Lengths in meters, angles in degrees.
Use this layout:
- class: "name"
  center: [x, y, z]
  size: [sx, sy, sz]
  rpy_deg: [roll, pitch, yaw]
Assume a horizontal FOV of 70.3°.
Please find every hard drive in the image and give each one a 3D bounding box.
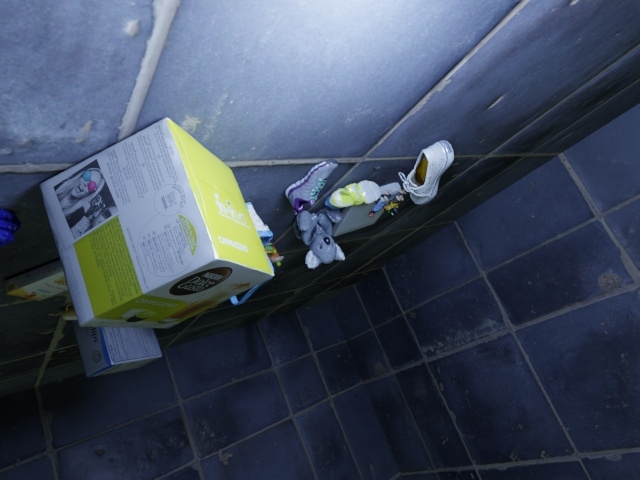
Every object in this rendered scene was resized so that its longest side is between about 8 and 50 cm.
- class: "hard drive"
  center: [0.192, -0.131, 2.021]
  size: [0.233, 0.047, 0.353]
  rpy_deg: [-18, 163, -18]

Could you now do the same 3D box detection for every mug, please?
- class: "mug"
  center: [-0.951, 0.271, 1.740]
  size: [0.064, 0.078, 0.062]
  rpy_deg: [-5, -170, -27]

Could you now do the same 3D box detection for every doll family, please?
- class: "doll family"
  center: [0.267, -0.149, 1.854]
  size: [0.193, 0.076, 0.111]
  rpy_deg: [-2, 151, -34]

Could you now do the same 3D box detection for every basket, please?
- class: "basket"
  center: [-0.271, 0.042, 1.475]
  size: [0.201, 0.288, 0.255]
  rpy_deg: [-14, 160, -46]

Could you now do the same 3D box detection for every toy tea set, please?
- class: "toy tea set"
  center: [-0.293, 0.102, 1.931]
  size: [0.336, 0.124, 0.200]
  rpy_deg: [-14, 168, -31]

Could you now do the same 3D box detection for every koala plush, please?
- class: "koala plush"
  center: [0.000, 0.000, 1.853]
  size: [0.196, 0.221, 0.203]
  rpy_deg: [-16, 163, -26]

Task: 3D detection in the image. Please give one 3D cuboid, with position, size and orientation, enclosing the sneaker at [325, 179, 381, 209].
- class: "sneaker"
  center: [0.116, -0.171, 1.747]
  size: [0.240, 0.091, 0.126]
  rpy_deg: [-11, 179, -38]

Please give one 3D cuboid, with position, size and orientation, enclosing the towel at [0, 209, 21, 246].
- class: "towel"
  center: [-0.848, 0.018, 0.981]
  size: [0.308, 0.076, 0.228]
  rpy_deg: [-27, 165, 15]

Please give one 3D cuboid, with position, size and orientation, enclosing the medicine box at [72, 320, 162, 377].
- class: "medicine box"
  center: [-0.855, 0.409, 1.923]
  size: [0.149, 0.263, 0.289]
  rpy_deg: [-28, 164, 17]

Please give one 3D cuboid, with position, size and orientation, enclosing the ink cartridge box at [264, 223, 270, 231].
- class: "ink cartridge box"
  center: [-0.276, -0.010, 1.750]
  size: [0.171, 0.056, 0.235]
  rpy_deg: [-21, -171, -5]

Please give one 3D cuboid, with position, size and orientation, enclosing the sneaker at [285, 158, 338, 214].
- class: "sneaker"
  center: [-0.015, -0.173, 1.485]
  size: [0.224, 0.098, 0.083]
  rpy_deg: [-34, 162, 34]

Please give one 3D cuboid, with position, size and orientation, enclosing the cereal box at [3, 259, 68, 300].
- class: "cereal box"
  center: [-0.807, 0.114, 1.409]
  size: [0.240, 0.047, 0.173]
  rpy_deg: [-22, 166, -5]

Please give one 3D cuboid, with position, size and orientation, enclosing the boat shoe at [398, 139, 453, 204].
- class: "boat shoe"
  center: [0.381, -0.238, 1.767]
  size: [0.157, 0.135, 0.367]
  rpy_deg: [-19, 161, -14]

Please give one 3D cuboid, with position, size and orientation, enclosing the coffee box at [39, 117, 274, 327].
- class: "coffee box"
  center: [-0.360, -0.013, 1.075]
  size: [0.335, 0.338, 0.337]
  rpy_deg: [-26, 165, 7]
